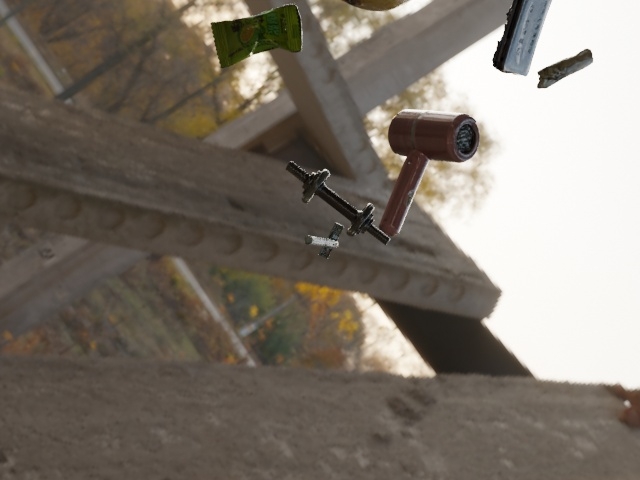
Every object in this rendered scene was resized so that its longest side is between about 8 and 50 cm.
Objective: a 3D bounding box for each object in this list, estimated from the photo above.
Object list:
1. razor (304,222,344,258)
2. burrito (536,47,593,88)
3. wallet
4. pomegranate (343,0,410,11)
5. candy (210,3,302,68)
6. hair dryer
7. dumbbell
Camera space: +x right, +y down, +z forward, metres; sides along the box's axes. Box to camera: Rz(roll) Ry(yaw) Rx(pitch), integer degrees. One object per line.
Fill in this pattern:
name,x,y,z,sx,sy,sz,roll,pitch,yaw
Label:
razor,0.006,0.003,2.018,0.036,0.084,0.211,27,6,12
burrito,0.621,-0.439,2.407,0.042,0.171,0.051,-121,-170,-50
wallet,0.450,-0.471,2.073,0.036,0.222,0.167,26,15,30
pomegranate,0.103,-0.562,1.808,0.260,0.260,0.260,56,-5,8
candy,-0.173,-0.552,2.547,0.069,0.247,0.148,39,41,-68
hair dryer,0.245,-0.159,2.355,0.210,0.352,0.125,13,-13,46
dumbbell,0.035,-0.074,1.889,0.254,0.081,0.081,38,-5,0
